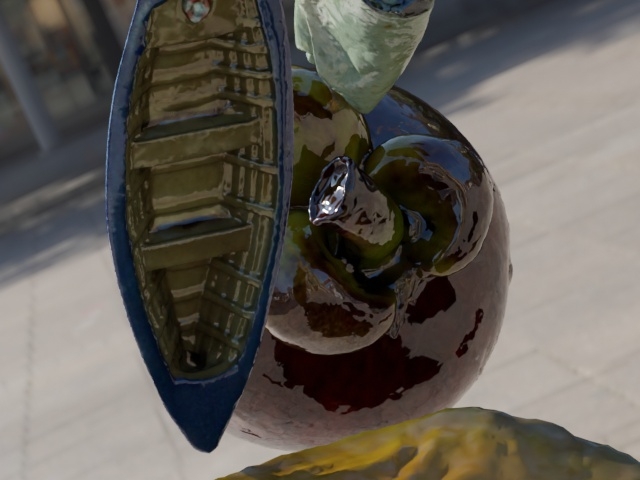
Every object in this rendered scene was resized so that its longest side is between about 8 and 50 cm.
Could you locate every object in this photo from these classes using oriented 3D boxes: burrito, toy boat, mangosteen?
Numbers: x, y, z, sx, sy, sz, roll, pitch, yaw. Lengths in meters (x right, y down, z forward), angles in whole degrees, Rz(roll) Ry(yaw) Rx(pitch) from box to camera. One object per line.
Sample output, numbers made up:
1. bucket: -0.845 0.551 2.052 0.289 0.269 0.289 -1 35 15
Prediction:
1. burrito: 0.015 -0.107 0.856 0.044 0.074 0.118 -41 -12 -17
2. toy boat: -0.052 -0.013 0.757 0.080 0.229 0.046 -14 38 -22
3. mangosteen: 0.000 0.000 0.982 0.215 0.215 0.257 -26 -16 -11

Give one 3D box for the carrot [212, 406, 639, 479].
1. carrot: 0.064 0.203 0.773 0.241 0.341 0.241 -15 44 15
